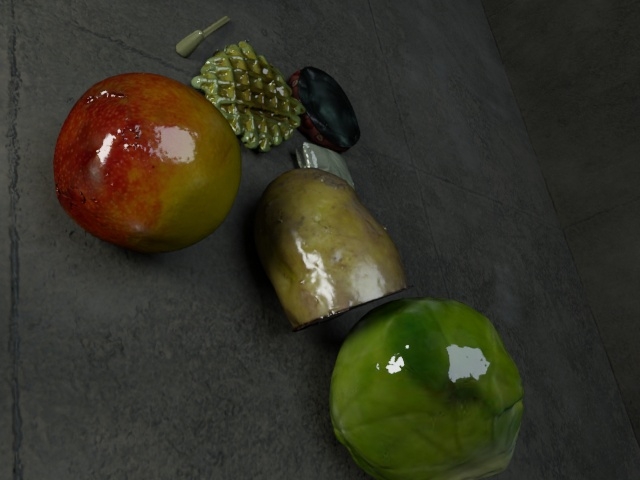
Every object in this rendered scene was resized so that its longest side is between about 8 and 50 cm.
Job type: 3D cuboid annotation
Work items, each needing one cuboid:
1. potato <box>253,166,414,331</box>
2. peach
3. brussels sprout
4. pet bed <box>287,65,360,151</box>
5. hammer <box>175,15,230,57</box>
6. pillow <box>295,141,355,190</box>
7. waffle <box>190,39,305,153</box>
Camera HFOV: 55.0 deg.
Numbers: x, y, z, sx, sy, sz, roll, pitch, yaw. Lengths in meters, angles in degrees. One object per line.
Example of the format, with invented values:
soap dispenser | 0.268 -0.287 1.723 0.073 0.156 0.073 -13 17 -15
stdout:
potato | 0.000 0.000 1.004 0.229 0.229 0.266 -8 71 -53
peach | -0.218 -0.096 0.787 0.231 0.231 0.231 29 48 -38
brussels sprout | 0.175 0.244 1.018 0.344 0.344 0.268 42 7 -26
pet bed | 0.007 -0.281 1.309 0.201 0.053 0.201 30 47 -39
hammer | -0.200 -0.390 1.125 0.028 0.060 0.195 49 34 -18
pillow | 0.029 -0.077 1.211 0.148 0.050 0.229 0 71 -46
waffle | -0.126 -0.263 1.131 0.208 0.054 0.214 51 43 -21
